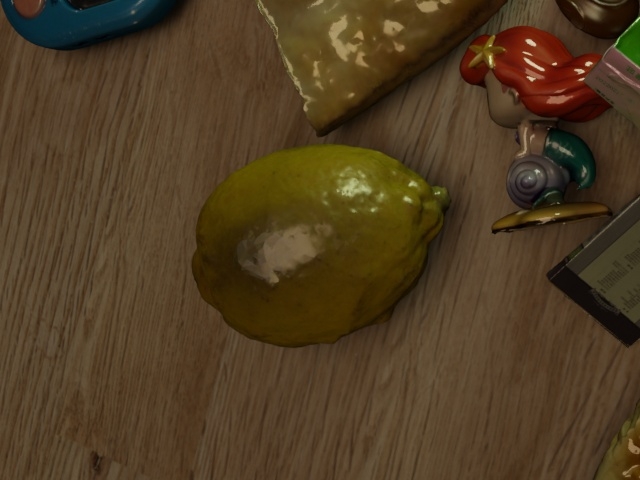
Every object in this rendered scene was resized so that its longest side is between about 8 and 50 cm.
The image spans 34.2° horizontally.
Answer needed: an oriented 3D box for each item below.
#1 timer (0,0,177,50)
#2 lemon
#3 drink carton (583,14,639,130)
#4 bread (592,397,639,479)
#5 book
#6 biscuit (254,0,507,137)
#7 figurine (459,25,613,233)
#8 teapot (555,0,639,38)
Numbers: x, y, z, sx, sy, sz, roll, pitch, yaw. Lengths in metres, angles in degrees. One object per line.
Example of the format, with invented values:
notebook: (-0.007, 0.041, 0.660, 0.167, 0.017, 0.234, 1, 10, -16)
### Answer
timer: (-0.351, -0.467, 1.563, 0.309, 0.115, 0.340, -11, 89, 23)
lemon: (-0.007, 0.002, 1.375, 0.316, 0.285, 0.285, -21, 84, -21)
drink carton: (0.453, -0.236, 1.189, 0.161, 0.108, 0.271, 42, 77, 7)
bread: (0.448, 0.364, 1.274, 0.236, 0.183, 0.389, 25, 109, 35)
book: (0.415, 0.013, 1.287, 0.157, 0.026, 0.231, 38, 109, -20)
biscuit: (0.066, -0.433, 1.370, 0.446, 0.104, 0.429, -33, 82, 24)
figurine: (0.290, -0.148, 1.304, 0.208, 0.180, 0.257, -12, 86, 62)
teapot: (0.343, -0.304, 1.319, 0.098, 0.078, 0.129, -29, 68, -20)
